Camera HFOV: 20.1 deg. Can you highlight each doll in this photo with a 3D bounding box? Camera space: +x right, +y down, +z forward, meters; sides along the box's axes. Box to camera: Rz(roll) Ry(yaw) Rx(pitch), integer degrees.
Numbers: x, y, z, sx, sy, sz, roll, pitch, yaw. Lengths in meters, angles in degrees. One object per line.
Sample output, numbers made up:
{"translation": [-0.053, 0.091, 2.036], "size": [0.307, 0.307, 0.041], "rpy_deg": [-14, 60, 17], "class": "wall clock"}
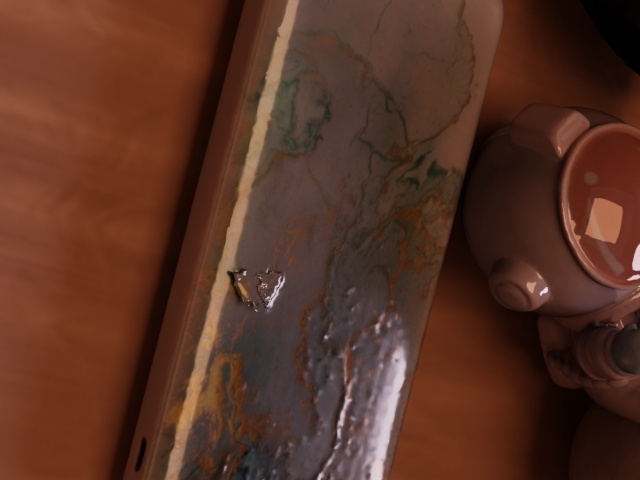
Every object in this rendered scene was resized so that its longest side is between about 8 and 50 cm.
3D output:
{"translation": [0.160, 0.054, 0.899], "size": [0.151, 0.151, 0.287], "rpy_deg": [-40, 112, -25], "class": "doll"}

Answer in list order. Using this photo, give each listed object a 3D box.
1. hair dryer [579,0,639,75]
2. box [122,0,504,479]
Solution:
{"translation": [0.207, -0.207, 0.810], "size": [0.244, 0.116, 0.302], "rpy_deg": [-45, 144, 3], "class": "hair dryer"}
{"translation": [0.000, 0.000, 0.825], "size": [0.142, 0.044, 0.285], "rpy_deg": [15, 88, -41], "class": "box"}
